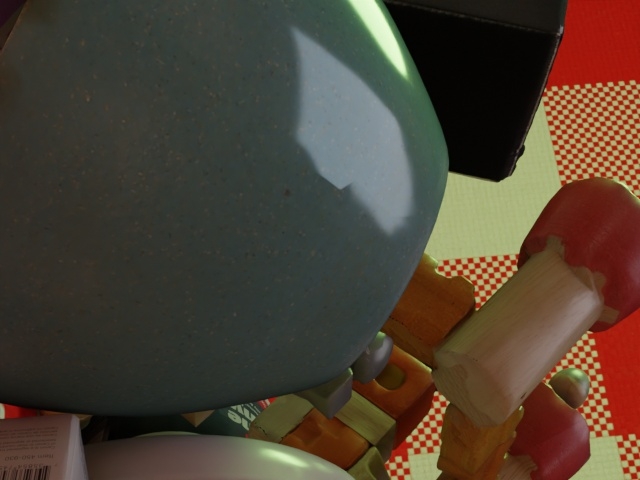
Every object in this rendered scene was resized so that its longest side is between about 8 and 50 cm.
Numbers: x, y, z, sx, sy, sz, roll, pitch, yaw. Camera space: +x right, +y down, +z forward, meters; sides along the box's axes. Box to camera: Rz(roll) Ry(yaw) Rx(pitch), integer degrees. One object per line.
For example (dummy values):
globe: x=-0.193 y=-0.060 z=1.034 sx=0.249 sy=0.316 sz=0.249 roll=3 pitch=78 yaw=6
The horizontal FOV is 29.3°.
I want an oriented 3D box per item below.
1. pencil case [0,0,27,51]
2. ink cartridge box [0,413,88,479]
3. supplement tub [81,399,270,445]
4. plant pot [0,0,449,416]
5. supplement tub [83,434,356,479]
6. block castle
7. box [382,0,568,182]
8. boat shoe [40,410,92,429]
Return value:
pencil case: x=-0.169 y=-0.165 z=0.525 sx=0.088 sy=0.086 sz=0.206 roll=37 pitch=-50 yaw=34
ink cartridge box: x=-0.147 y=0.135 z=0.484 sx=0.135 sy=0.099 sz=0.056 roll=-98 pitch=-175 yaw=-59
supplement tub: x=-0.123 y=0.224 z=1.034 sx=0.272 sy=0.191 sz=0.191 roll=-106 pitch=-168 yaw=-73
plant pot: x=-0.056 y=-0.033 z=0.583 sx=0.290 sy=0.195 sz=0.290 roll=-58 pitch=-167 yaw=21
supplement tub: x=-0.070 y=0.288 z=0.591 sx=0.241 sy=0.241 sz=0.331 roll=90 pitch=-6 yaw=-57
block castle: x=0.000 y=0.000 z=0.866 sx=0.453 sy=0.213 sz=0.303 roll=34 pitch=-35 yaw=23
box: x=0.018 y=-0.368 z=1.247 sx=0.297 sy=0.480 sz=0.472 roll=96 pitch=6 yaw=-65
boat shoe: x=-0.196 y=0.123 z=0.989 sx=0.190 sy=0.068 sz=0.072 roll=-105 pitch=-154 yaw=-81
